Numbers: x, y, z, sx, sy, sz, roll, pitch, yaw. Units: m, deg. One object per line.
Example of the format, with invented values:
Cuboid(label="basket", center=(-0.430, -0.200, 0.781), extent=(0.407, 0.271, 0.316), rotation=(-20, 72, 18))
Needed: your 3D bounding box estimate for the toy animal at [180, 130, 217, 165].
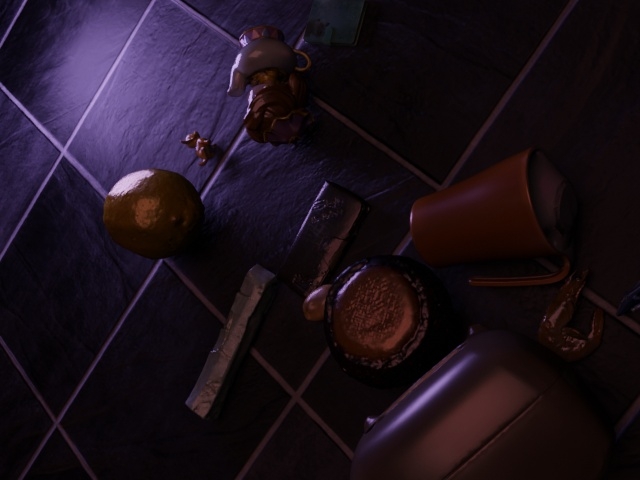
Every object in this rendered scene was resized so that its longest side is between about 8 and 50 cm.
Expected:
Cuboid(label="toy animal", center=(-0.284, -0.211, 1.804), extent=(0.083, 0.060, 0.081), rotation=(11, 84, 26))

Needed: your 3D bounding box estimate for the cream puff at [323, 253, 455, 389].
Cuboid(label="cream puff", center=(0.124, 0.145, 1.391), extent=(0.239, 0.165, 0.239), rotation=(-10, 70, 28))

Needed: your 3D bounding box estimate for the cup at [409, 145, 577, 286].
Cuboid(label="cup", center=(0.301, -0.022, 1.334), extent=(0.263, 0.182, 0.226), rotation=(-17, 102, 36))

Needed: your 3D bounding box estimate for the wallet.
Cuboid(label="wallet", center=(0.000, 0.000, 1.586), extent=(0.122, 0.031, 0.232), rotation=(34, 97, 35))

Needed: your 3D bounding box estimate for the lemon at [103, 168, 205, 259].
Cuboid(label="lemon", center=(-0.366, -0.059, 1.734), extent=(0.260, 0.204, 0.204), rotation=(4, 82, 31))

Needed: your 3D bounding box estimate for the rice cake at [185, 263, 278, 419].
Cuboid(label="rice cake", center=(-0.180, 0.211, 1.636), extent=(0.066, 0.063, 0.336), rotation=(26, 93, 28))

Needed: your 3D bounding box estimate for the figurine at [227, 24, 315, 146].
Cuboid(label="figurine", center=(-0.102, -0.316, 1.661), extent=(0.189, 0.142, 0.264), rotation=(-13, 71, 5))

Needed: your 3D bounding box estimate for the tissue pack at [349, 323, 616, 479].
Cuboid(label="tissue pack", center=(0.230, 0.319, 1.205), extent=(0.387, 0.267, 0.277), rotation=(-46, 79, 13))

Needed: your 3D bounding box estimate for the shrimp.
Cuboid(label="shrimp", center=(0.419, 0.123, 1.280), extent=(0.095, 0.045, 0.163), rotation=(29, 93, 34))

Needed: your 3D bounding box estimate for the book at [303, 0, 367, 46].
Cuboid(label="book", center=(0.029, -0.465, 1.681), extent=(0.135, 0.017, 0.103), rotation=(13, 86, 34))

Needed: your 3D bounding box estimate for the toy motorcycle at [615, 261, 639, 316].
Cuboid(label="toy motorcycle", center=(0.538, 0.040, 1.209), extent=(0.114, 0.076, 0.205), rotation=(26, 95, 43))

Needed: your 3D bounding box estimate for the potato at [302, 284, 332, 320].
Cuboid(label="potato", center=(0.005, 0.124, 1.536), extent=(0.083, 0.062, 0.068), rotation=(-19, 37, -2))
